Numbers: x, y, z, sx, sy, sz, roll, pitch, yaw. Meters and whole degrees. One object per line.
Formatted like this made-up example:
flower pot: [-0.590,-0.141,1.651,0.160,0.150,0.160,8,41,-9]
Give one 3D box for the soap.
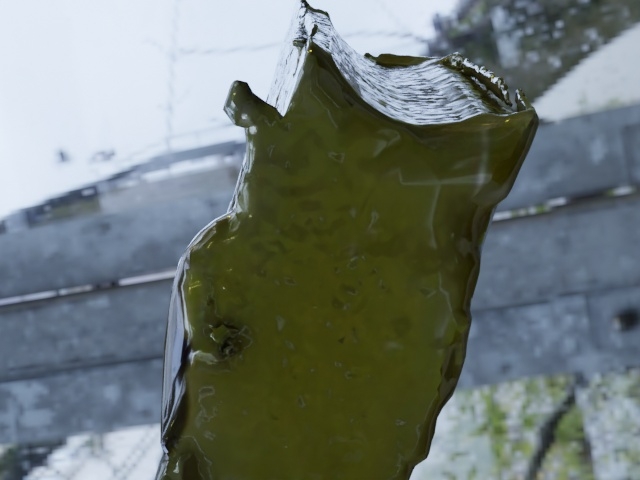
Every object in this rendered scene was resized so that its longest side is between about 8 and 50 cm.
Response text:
soap: [0.002,0.000,0.505,0.233,0.076,0.135,-84,12,-80]
